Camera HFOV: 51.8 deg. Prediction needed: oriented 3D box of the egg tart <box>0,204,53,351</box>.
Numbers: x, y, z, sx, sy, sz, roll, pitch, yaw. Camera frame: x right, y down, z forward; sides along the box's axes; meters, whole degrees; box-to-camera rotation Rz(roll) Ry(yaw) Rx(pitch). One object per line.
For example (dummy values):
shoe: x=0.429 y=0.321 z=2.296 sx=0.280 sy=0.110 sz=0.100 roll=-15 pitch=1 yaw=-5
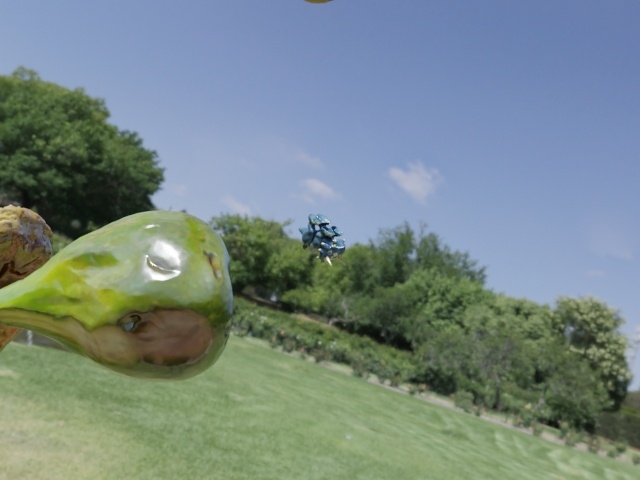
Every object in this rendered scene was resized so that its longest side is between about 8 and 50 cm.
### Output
egg tart: x=-0.754 y=0.105 z=1.384 sx=0.178 sy=0.443 sz=0.443 roll=29 pitch=-6 yaw=9

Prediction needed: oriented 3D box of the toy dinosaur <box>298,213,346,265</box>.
toy dinosaur: x=0.000 y=0.000 z=0.803 sx=0.030 sy=0.047 sz=0.083 roll=-2 pitch=35 yaw=-45

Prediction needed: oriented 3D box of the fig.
fig: x=-0.238 y=0.061 z=0.752 sx=0.274 sy=0.206 sz=0.206 roll=2 pitch=-5 yaw=-9

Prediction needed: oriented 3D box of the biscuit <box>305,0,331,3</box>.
biscuit: x=0.021 y=-0.644 z=1.380 sx=0.102 sy=0.296 sz=0.296 roll=41 pitch=5 yaw=32
